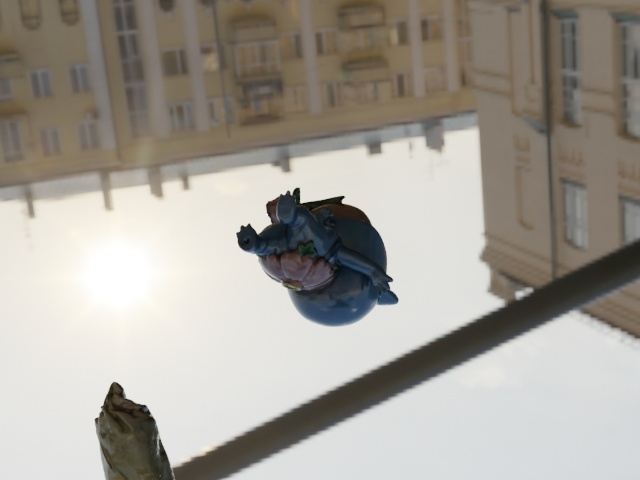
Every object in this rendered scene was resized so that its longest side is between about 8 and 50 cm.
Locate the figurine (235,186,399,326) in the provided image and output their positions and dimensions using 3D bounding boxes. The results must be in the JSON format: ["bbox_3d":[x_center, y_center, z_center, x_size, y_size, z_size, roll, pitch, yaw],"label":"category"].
[{"bbox_3d":[-0.004,-0.001,1.014,0.114,0.144,0.178,-25,148,20],"label":"figurine"}]

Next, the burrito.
[{"bbox_3d":[-0.107,0.180,0.692,0.045,0.188,0.058,-13,176,-17],"label":"burrito"}]
